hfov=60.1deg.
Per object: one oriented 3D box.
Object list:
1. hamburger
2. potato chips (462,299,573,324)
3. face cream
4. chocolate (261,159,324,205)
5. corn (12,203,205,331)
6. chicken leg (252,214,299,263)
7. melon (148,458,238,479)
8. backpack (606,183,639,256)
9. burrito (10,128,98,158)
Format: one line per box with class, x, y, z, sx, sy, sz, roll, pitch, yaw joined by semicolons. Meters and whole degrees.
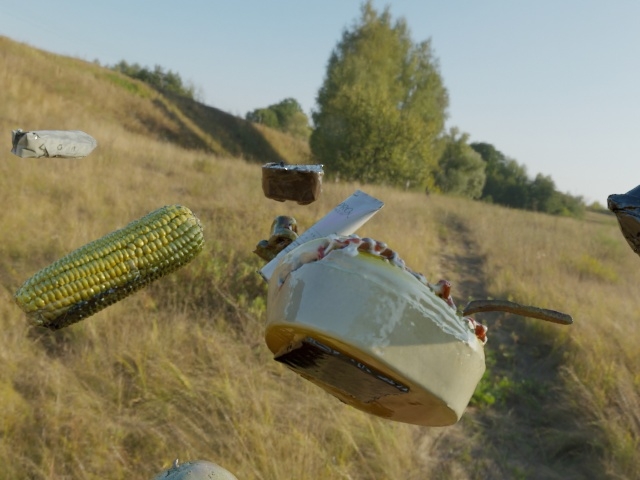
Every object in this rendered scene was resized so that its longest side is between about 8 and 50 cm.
hamburger;0.068;0.116;0.692;0.295;0.151;0.227;36;-35;-25
potato chips;0.377;0.138;1.068;0.203;0.037;0.026;5;-24;8
face cream;0.000;0.000;0.976;0.058;0.243;0.092;54;-8;-34
chocolate;-0.066;-0.141;1.346;0.148;0.093;0.214;1;13;1
corn;-0.218;0.027;0.593;0.203;0.072;0.072;-30;26;-24
chicken leg;-0.030;0.109;1.159;0.361;0.211;0.140;40;10;-34
melon;-0.200;0.514;0.899;0.223;0.317;0.223;-10;3;1
backpack;0.447;-0.006;0.677;0.120;0.165;0.105;-33;-35;29
burrito;-0.532;-0.194;1.117;0.064;0.064;0.203;13;12;16
